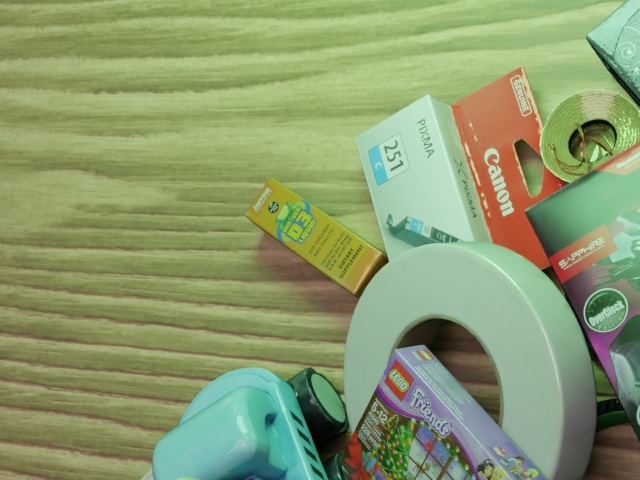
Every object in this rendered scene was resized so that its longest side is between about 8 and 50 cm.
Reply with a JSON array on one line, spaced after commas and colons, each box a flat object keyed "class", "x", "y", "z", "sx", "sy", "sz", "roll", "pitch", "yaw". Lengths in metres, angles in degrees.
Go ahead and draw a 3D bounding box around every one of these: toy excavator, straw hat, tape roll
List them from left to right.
[{"class": "toy excavator", "x": -0.118, "y": 0.329, "z": 1.670, "sx": 0.222, "sy": 0.445, "sz": 0.433, "roll": -35, "pitch": 53, "yaw": 16}, {"class": "tape roll", "x": 0.179, "y": 0.195, "z": 1.700, "sx": 0.392, "sy": 0.072, "sz": 0.392, "roll": 5, "pitch": 96, "yaw": 48}, {"class": "straw hat", "x": 0.368, "y": -0.128, "z": 1.790, "sx": 0.145, "sy": 0.061, "sz": 0.144, "roll": -7, "pitch": 65, "yaw": 16}]

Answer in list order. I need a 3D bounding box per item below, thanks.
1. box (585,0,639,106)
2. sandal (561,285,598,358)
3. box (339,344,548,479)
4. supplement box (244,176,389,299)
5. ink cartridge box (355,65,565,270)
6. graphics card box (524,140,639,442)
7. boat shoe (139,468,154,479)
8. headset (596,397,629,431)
[{"class": "box", "x": 0.498, "y": -0.268, "z": 1.715, "sx": 0.247, "sy": 0.142, "sz": 0.163, "roll": -41, "pitch": 62, "yaw": 13}, {"class": "sandal", "x": 0.356, "y": 0.052, "z": 1.752, "sx": 0.097, "sy": 0.054, "sz": 0.254, "roll": -28, "pitch": 65, "yaw": 18}, {"class": "box", "x": 0.156, "y": 0.299, "z": 1.634, "sx": 0.293, "sy": 0.057, "sz": 0.201, "roll": 47, "pitch": 127, "yaw": 35}, {"class": "supplement box", "x": 0.000, "y": 0.000, "z": 1.938, "sx": 0.233, "sy": 0.080, "sz": 0.078, "roll": 34, "pitch": 91, "yaw": 32}, {"class": "ink cartridge box", "x": 0.199, "y": -0.068, "z": 1.835, "sx": 0.261, "sy": 0.066, "sz": 0.296, "roll": -28, "pitch": 64, "yaw": 29}, {"class": "graphics card box", "x": 0.422, "y": 0.057, "z": 1.593, "sx": 0.233, "sy": 0.094, "sz": 0.371, "roll": -31, "pitch": 55, "yaw": 16}, {"class": "boat shoe", "x": -0.246, "y": 0.448, "z": 1.943, "sx": 0.095, "sy": 0.079, "sz": 0.254, "roll": 14, "pitch": 85, "yaw": 27}, {"class": "headset", "x": 0.431, "y": 0.362, "z": 1.610, "sx": 0.243, "sy": 0.185, "sz": 0.394, "roll": -53, "pitch": 45, "yaw": 2}]
